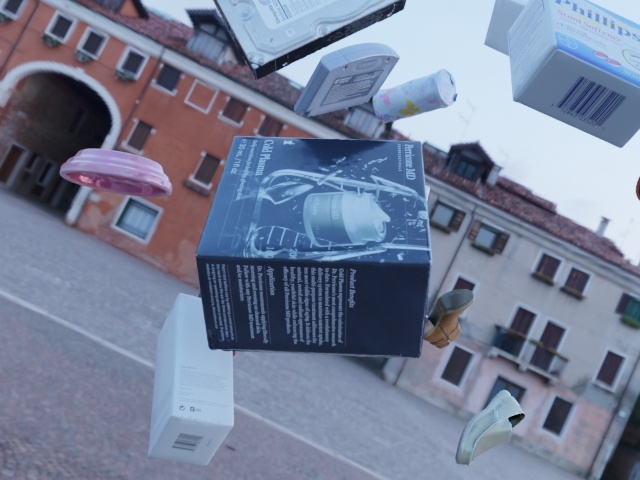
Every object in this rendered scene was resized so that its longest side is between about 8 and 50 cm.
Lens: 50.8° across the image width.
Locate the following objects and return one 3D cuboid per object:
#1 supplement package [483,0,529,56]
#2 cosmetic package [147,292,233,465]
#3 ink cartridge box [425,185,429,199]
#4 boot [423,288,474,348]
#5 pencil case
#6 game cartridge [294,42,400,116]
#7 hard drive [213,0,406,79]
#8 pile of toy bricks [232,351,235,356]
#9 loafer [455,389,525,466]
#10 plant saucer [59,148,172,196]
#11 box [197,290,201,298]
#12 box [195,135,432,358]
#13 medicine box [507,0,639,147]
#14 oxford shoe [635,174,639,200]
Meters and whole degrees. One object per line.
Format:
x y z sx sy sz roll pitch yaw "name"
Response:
0.726 -0.728 2.262 0.293 0.178 0.175 -18 43 -33 "supplement package"
-0.318 0.335 1.663 0.155 0.197 0.366 16 40 -21 "cosmetic package"
0.230 -0.128 2.414 0.278 0.201 0.117 12 3 -14 "ink cartridge box"
0.375 0.227 1.927 0.152 0.197 0.073 44 22 -39 "boot"
0.300 -0.463 2.162 0.273 0.124 0.113 -10 -40 41 "pencil case"
0.077 -0.430 1.781 0.297 0.198 0.062 -23 64 -43 "game cartridge"
-0.031 -0.492 1.318 0.237 0.338 0.064 63 -5 9 "hard drive"
-0.360 0.336 2.032 0.212 0.105 0.118 6 31 -36 "pile of toy bricks"
0.445 0.492 1.748 0.092 0.268 0.102 27 -43 32 "loafer"
-0.617 -0.207 2.061 0.332 0.084 0.332 7 -8 1 "plant saucer"
-0.185 0.059 1.954 0.257 0.322 0.079 12 -17 20 "box"
0.000 0.000 1.563 0.471 0.480 0.297 3 -51 2 "box"
0.553 -0.377 1.426 0.263 0.289 0.149 21 -43 -9 "medicine box"
0.782 -0.208 1.497 0.097 0.271 0.098 31 19 21 "oxford shoe"
